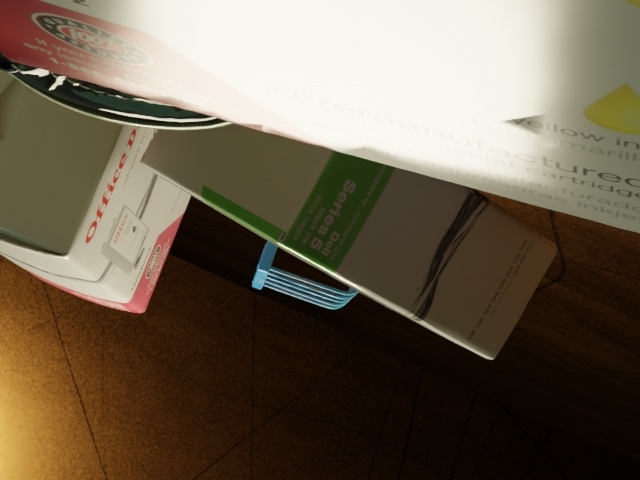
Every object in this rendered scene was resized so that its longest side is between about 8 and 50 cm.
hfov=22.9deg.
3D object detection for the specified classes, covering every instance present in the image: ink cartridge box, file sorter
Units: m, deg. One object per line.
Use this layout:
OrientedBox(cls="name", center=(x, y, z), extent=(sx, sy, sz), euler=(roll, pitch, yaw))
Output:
OrientedBox(cls="ink cartridge box", center=(0.026, -0.027, 1.258), extent=(0.273, 0.115, 0.198), euler=(30, 179, -43))
OrientedBox(cls="file sorter", center=(0.000, 0.000, 1.584), extent=(0.104, 0.118, 0.170), euler=(20, 172, -2))
OrientedBox(cls="ink cartridge box", center=(-0.194, -0.067, 1.344), extent=(0.117, 0.207, 0.283), euler=(20, 172, 9))
OrientedBox(cls="ink cartridge box", center=(-0.002, -0.150, 0.407), extent=(0.279, 0.160, 0.385), euler=(17, 169, 13))

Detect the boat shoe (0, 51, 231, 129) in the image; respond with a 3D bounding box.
OrientedBox(cls="boat shoe", center=(-0.188, -0.168, 0.979), extent=(0.340, 0.127, 0.113), euler=(31, -176, 4))
